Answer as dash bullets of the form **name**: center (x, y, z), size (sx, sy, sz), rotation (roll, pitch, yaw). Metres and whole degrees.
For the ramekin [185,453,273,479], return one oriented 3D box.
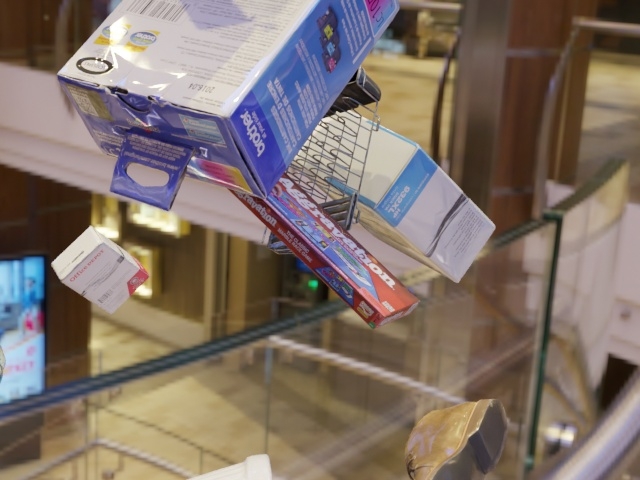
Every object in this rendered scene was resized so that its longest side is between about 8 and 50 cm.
- **ramekin**: center (-0.094, 0.356, 1.149), size (0.127, 0.273, 0.273), rotation (-8, 17, -3)

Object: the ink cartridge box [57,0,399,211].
- **ink cartridge box**: center (-0.121, -0.218, 1.385), size (0.270, 0.151, 0.395), rotation (17, 58, 32)

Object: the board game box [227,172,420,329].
- **board game box**: center (0.000, 0.000, 1.485), size (0.281, 0.027, 0.145), rotation (44, 18, 13)

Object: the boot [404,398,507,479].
- **boot**: center (0.164, 0.337, 1.633), size (0.115, 0.112, 0.305), rotation (-5, 25, 32)

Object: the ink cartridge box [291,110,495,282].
- **ink cartridge box**: center (0.123, -0.077, 1.934), size (0.223, 0.129, 0.307), rotation (30, -5, 40)

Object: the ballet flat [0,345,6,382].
- **ballet flat**: center (-0.325, 0.077, 1.022), size (0.076, 0.079, 0.221), rotation (-10, 13, -17)

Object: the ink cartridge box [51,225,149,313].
- **ink cartridge box**: center (-0.415, 0.056, 2.173), size (0.150, 0.109, 0.063), rotation (44, 4, -47)

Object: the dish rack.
- **dish rack**: center (-0.012, -0.114, 1.704), size (0.074, 0.272, 0.208), rotation (28, -26, -35)
